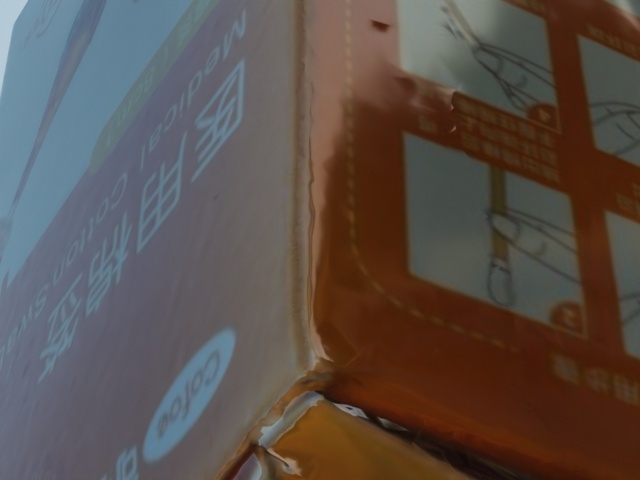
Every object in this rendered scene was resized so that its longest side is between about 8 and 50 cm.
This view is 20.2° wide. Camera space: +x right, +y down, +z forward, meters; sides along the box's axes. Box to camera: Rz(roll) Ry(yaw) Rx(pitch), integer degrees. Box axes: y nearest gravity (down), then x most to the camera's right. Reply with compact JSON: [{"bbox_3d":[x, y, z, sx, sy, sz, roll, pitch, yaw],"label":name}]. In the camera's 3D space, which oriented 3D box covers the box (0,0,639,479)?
[{"bbox_3d":[0.000,0.000,0.507,0.143,0.341,0.225,22,-49,-22],"label":"box"}]
